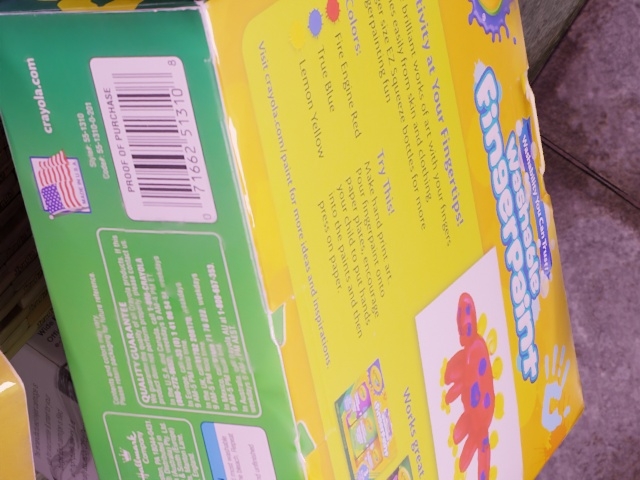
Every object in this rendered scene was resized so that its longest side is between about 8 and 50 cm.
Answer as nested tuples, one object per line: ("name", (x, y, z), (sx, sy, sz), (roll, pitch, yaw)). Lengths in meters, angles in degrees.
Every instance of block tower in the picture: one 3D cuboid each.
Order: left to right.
("block tower", (-0.234, -0.030, 1.308), (0.097, 0.091, 0.335), (-50, 165, -19))

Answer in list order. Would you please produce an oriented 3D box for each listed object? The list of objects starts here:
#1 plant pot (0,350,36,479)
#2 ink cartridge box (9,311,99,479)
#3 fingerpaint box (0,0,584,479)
("plant pot", (-0.308, 0.102, 1.181), (0.187, 0.212, 0.212), (-35, 160, -20))
("ink cartridge box", (-0.138, 0.128, 1.554), (0.129, 0.307, 0.223), (-49, 165, -28))
("fingerpaint box", (0.000, 0.000, 1.248), (0.371, 0.163, 0.445), (-43, 128, -50))
